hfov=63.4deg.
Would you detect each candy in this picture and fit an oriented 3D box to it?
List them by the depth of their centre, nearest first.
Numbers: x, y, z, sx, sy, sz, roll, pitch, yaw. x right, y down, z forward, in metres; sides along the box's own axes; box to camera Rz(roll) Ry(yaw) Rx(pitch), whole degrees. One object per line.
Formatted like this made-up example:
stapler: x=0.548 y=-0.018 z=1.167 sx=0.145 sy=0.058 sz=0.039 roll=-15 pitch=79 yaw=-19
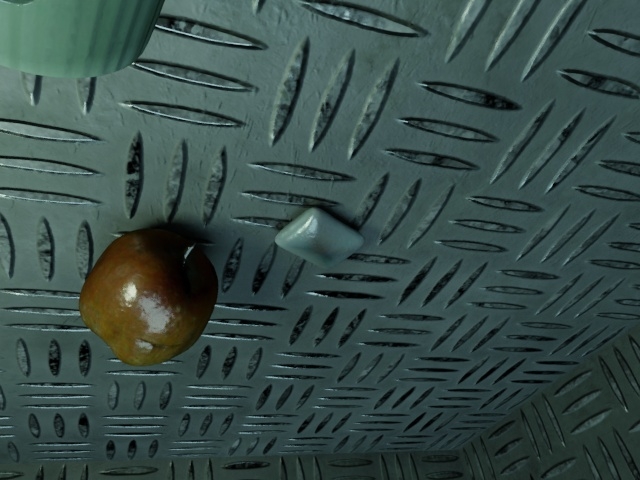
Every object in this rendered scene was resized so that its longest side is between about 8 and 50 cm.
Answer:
candy: x=0.000 y=0.000 z=1.178 sx=0.138 sy=0.071 sz=0.174 roll=-36 pitch=134 yaw=28

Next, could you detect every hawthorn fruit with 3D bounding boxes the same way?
hawthorn fruit: x=-0.346 y=0.098 z=1.081 sx=0.268 sy=0.268 sz=0.301 roll=19 pitch=124 yaw=-30

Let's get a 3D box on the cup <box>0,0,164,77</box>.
cup: x=-0.273 y=-0.422 z=0.490 sx=0.310 sy=0.401 sz=0.392 roll=-22 pitch=161 yaw=-43
